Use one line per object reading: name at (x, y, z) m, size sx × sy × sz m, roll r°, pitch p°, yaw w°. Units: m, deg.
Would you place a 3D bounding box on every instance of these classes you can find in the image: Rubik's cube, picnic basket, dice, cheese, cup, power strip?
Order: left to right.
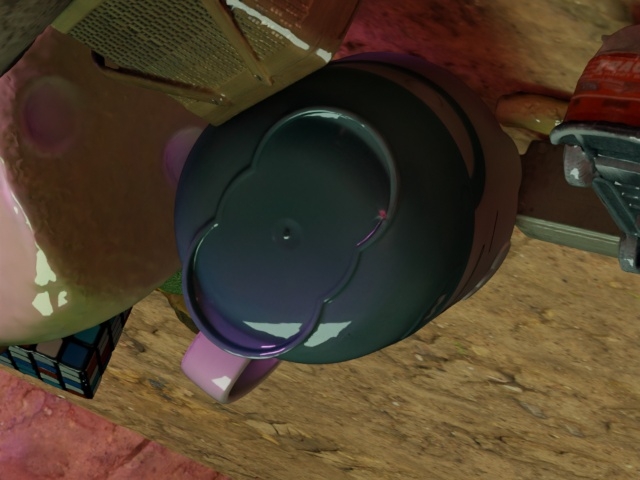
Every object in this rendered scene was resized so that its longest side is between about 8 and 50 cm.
dice at (-0.241, -0.075, 1.611) m, size 0.252 × 0.254 × 0.250 m, roll -2°, pitch 123°, yaw 41°
Rubik's cube at (-0.341, 0.075, 2.504) m, size 0.182 × 0.187 × 0.184 m, roll 22°, pitch 167°, yaw 3°
picnic basket at (-0.062, -0.191, 1.284) m, size 0.139 × 0.165 × 0.266 m, roll 30°, pitch 163°, yaw -16°
cup at (0.000, 0.000, 1.484) m, size 0.219 × 0.290 × 0.257 m, roll 39°, pitch -161°, yaw 9°
cheese at (0.175, -0.094, 1.510) m, size 0.083 × 0.030 × 0.044 m, roll 9°, pitch 154°, yaw 24°
power strip at (0.265, -0.019, 1.537) m, size 0.272 × 0.078 × 0.052 m, roll 13°, pitch 162°, yaw 31°

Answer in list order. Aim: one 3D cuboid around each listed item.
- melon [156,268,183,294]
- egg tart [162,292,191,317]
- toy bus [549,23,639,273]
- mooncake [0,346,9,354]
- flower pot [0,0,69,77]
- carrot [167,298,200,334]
melon at (-0.136, -0.040, 1.850) m, size 0.287 × 0.182 × 0.182 m, roll 8°, pitch 158°, yaw 41°
egg tart at (-0.100, 0.039, 2.145) m, size 0.232 × 0.098 × 0.252 m, roll 27°, pitch 152°, yaw -36°
toy bus at (0.254, -0.052, 1.369) m, size 0.121 × 0.120 × 0.265 m, roll 13°, pitch 162°, yaw 31°
mooncake at (-0.388, -0.007, 2.119) m, size 0.290 × 0.290 × 0.161 m, roll 12°, pitch 163°, yaw 35°
flower pot at (-0.241, -0.248, 1.157) m, size 0.293 × 0.293 × 0.330 m, roll 29°, pitch 158°, yaw -18°
carrot at (-0.161, 0.047, 2.384) m, size 0.070 × 0.070 × 0.342 m, roll 20°, pitch 162°, yaw 13°
